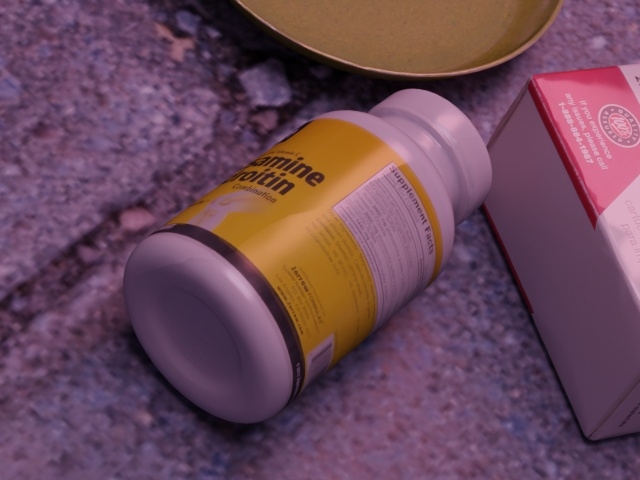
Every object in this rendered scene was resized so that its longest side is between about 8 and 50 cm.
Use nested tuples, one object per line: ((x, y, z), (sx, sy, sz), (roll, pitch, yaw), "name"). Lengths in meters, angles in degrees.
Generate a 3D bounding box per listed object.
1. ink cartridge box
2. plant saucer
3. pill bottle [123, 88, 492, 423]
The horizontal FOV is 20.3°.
((0.227, -0.007, 0.956), (0.237, 0.100, 0.172), (-8, 61, -24), "ink cartridge box")
((0.028, -0.180, 1.047), (0.241, 0.037, 0.241), (9, 55, -13), "plant saucer")
((0.000, 0.000, 0.871), (0.103, 0.103, 0.184), (43, 54, 12), "pill bottle")
